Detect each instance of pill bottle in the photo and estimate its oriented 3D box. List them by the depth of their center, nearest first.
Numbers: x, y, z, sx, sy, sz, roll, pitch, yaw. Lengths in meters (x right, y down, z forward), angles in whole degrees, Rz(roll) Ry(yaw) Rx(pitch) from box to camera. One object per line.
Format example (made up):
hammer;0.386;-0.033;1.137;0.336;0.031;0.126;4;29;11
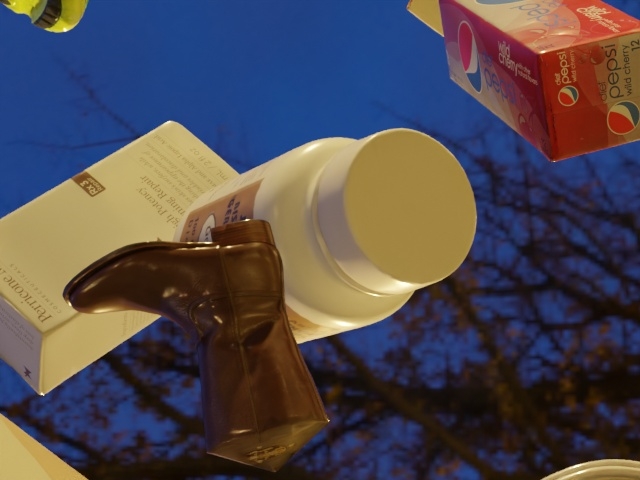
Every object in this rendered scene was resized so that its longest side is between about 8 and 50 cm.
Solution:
pill bottle;0.000;0.000;1.059;0.131;0.229;0.131;7;-105;-30

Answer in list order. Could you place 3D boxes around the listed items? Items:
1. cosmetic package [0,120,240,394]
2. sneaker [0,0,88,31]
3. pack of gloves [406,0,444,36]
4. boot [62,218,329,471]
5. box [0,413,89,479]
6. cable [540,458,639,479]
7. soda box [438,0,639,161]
cosmetic package;-0.170;0.009;1.236;0.231;0.117;0.085;-35;-27;-34
sneaker;-0.168;-0.258;1.096;0.109;0.295;0.123;29;-116;-17
pack of gloves;0.242;-0.323;2.022;0.232;0.046;0.195;35;-102;-36
boot;-0.057;0.054;0.684;0.037;0.106;0.114;59;-166;-63
box;-0.338;0.258;1.487;0.311;0.148;0.121;39;-165;-2
cable;0.244;0.310;1.263;0.089;0.257;0.257;86;176;-66
soda box;0.170;-0.144;1.184;0.092;0.263;0.083;-14;-69;-8
